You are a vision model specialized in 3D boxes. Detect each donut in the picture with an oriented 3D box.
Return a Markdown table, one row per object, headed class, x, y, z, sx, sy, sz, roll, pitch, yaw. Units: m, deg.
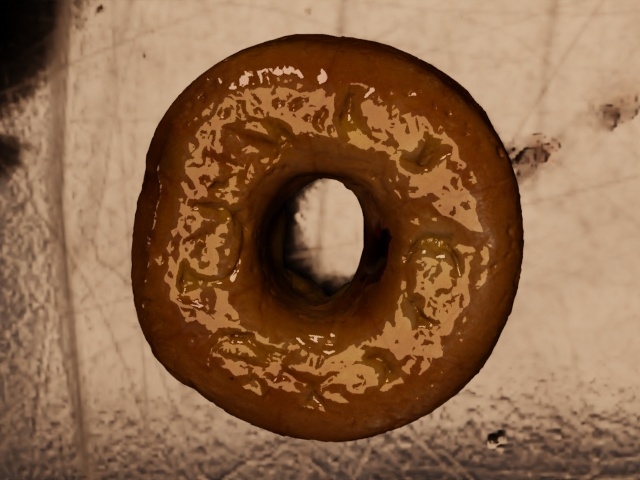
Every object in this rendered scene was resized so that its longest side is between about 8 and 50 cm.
| class | x | y | z | sx | sy | sz | roll | pitch | yaw |
| --- | --- | --- | --- | --- | --- | --- | --- | --- | --- |
| donut | 0.002 | -0.001 | 0.710 | 0.227 | 0.114 | 0.226 | 0 | 94 | 5 |
